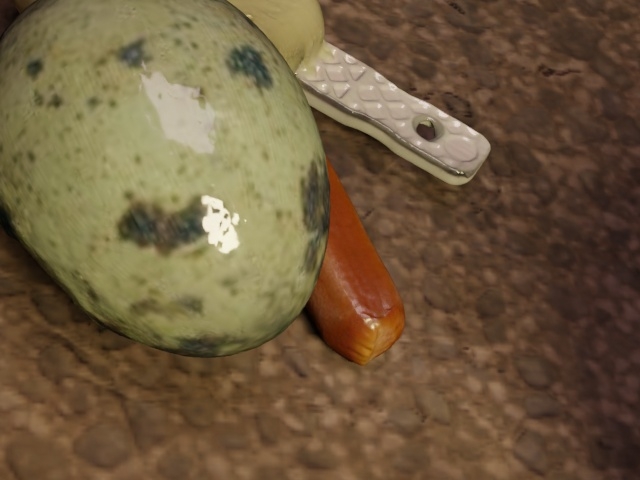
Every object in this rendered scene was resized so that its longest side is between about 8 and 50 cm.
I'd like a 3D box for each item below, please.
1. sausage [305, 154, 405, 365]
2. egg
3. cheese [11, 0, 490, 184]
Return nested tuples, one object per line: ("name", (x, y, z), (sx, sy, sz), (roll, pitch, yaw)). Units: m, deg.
("sausage", (0.000, 0.000, 0.713), (0.041, 0.039, 0.131), (-7, 55, -31))
("egg", (-0.068, -0.031, 0.650), (0.141, 0.141, 0.182), (-23, 64, -31))
("cheese", (-0.028, -0.100, 0.777), (0.251, 0.054, 0.127), (32, 50, 8))
